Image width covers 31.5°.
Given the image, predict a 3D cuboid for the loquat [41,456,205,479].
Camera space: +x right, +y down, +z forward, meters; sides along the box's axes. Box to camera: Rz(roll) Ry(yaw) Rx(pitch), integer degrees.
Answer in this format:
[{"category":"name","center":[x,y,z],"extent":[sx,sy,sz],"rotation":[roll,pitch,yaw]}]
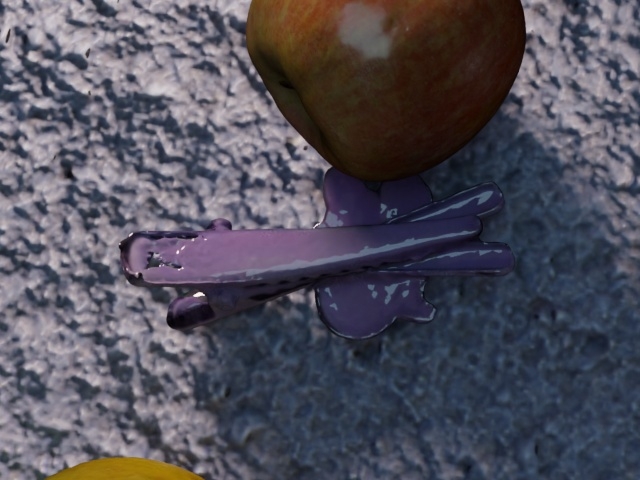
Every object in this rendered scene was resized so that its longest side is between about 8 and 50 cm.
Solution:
[{"category":"loquat","center":[-0.105,0.247,0.735],"extent":[0.246,0.213,0.214],"rotation":[11,78,-20]}]

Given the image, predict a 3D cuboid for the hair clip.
[{"category":"hair clip","center":[-0.003,0.006,0.838],"extent":[0.278,0.090,0.137],"rotation":[-5,65,-3]}]

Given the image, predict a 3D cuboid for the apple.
[{"category":"apple","center":[0.048,-0.141,0.806],"extent":[0.174,0.188,0.188],"rotation":[-40,78,-9]}]
